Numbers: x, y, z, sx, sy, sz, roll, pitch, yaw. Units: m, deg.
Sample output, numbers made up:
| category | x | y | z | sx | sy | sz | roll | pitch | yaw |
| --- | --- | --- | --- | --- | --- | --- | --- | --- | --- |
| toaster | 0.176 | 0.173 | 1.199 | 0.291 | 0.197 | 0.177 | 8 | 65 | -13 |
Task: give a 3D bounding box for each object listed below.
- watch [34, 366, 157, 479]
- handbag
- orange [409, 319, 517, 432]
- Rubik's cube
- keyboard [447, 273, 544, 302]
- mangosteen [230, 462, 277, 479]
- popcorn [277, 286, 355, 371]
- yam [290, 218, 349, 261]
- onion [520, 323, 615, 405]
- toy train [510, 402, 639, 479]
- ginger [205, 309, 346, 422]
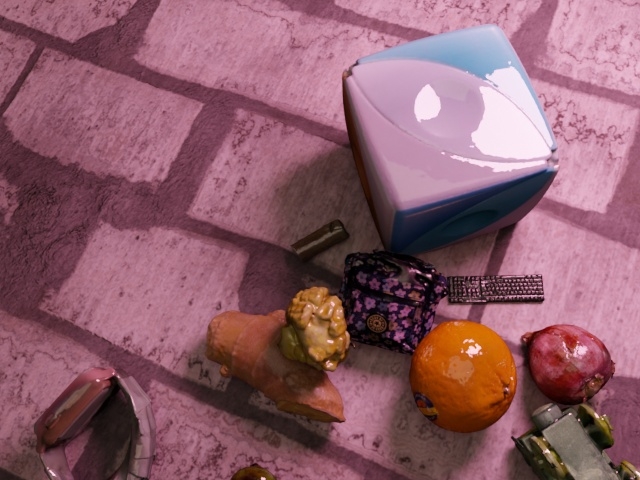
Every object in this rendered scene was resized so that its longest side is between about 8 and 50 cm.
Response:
| category | x | y | z | sx | sy | sz | roll | pitch | yaw |
| --- | --- | --- | --- | --- | --- | --- | --- | --- | --- |
| watch | -0.451 | 0.418 | 1.302 | 0.241 | 0.162 | 0.253 | 40 | 81 | 8 |
| handbag | 0.141 | 0.124 | 1.307 | 0.228 | 0.127 | 0.208 | 17 | 115 | 13 |
| orange | 0.282 | 0.268 | 1.238 | 0.219 | 0.193 | 0.220 | 10 | 70 | -28 |
| Rubik's cube | 0.251 | -0.192 | 1.309 | 0.351 | 0.347 | 0.352 | -14 | 71 | 1 |
| keyboard | 0.384 | 0.106 | 1.377 | 0.204 | 0.013 | 0.061 | -1 | 72 | 6 |
| mangosteen | -0.126 | 0.589 | 1.164 | 0.305 | 0.359 | 0.306 | 1 | 105 | 5 |
| popcorn | -0.003 | 0.179 | 1.243 | 0.142 | 0.173 | 0.174 | 5 | 71 | -20 |
| yam | 0.000 | 0.000 | 1.432 | 0.132 | 0.054 | 0.054 | -29 | 72 | -2 |
| onion | 0.482 | 0.236 | 1.267 | 0.159 | 0.159 | 0.195 | -40 | 40 | -7 |
| toy train | 0.491 | 0.433 | 1.174 | 0.159 | 0.188 | 0.272 | -31 | 70 | -4 |
| ginger | -0.088 | 0.268 | 1.324 | 0.354 | 0.126 | 0.190 | 41 | 71 | 13 |
